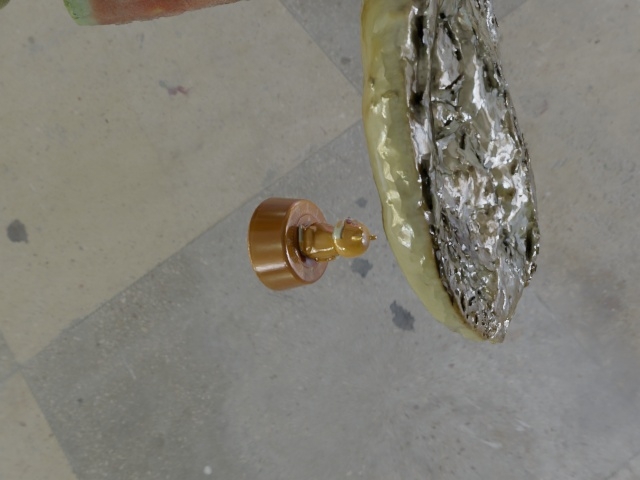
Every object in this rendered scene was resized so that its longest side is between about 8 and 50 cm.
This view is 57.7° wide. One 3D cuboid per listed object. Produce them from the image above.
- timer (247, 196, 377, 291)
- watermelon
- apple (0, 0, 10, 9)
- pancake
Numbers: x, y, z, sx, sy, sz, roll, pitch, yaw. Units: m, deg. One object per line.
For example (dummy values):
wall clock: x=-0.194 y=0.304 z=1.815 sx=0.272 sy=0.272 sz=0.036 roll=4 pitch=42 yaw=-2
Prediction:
timer: x=0.000 y=0.000 z=0.774 sx=0.152 sy=0.132 sz=0.132 roll=-5 pitch=73 yaw=33
watermelon: x=-0.226 y=-0.384 z=0.757 sx=0.231 sy=0.310 sz=0.193 roll=-23 pitch=74 yaw=-35
apple: x=-0.428 y=-0.329 z=0.564 sx=0.262 sy=0.262 sz=0.263 roll=-2 pitch=75 yaw=6
pancake: x=0.135 y=-0.095 z=0.549 sx=0.082 sy=0.386 sz=0.388 roll=-6 pitch=73 yaw=33
